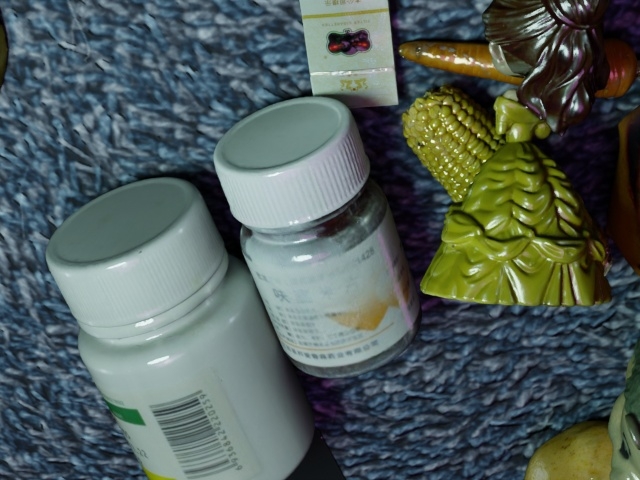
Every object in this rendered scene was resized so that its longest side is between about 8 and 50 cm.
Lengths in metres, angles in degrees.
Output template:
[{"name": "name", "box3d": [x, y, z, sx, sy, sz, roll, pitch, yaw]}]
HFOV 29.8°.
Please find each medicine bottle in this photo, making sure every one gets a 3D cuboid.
[{"name": "medicine bottle", "box3d": [0.000, 0.000, 1.273, 0.165, 0.165, 0.273, -13, 124, 12]}, {"name": "medicine bottle", "box3d": [-0.155, 0.115, 1.336, 0.208, 0.208, 0.340, -15, 120, 13]}]

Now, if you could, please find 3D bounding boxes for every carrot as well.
[{"name": "carrot", "box3d": [0.205, -0.181, 1.216, 0.256, 0.061, 0.061, 5, 123, 3]}]

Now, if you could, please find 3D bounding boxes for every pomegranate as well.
[{"name": "pomegranate", "box3d": [0.333, 0.318, 1.454, 0.196, 0.196, 0.196, 2, 122, 3]}]

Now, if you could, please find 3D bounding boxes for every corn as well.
[{"name": "corn", "box3d": [0.194, -0.051, 1.276, 0.293, 0.106, 0.106, 43, 116, -17]}]

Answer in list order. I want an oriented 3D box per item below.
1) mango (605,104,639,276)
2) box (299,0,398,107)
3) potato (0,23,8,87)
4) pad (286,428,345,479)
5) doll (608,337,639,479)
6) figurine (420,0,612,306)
[{"name": "mango", "box3d": [0.395, -0.068, 1.221, 0.201, 0.153, 0.287, 13, 120, 8]}, {"name": "box", "box3d": [0.028, -0.213, 1.224, 0.090, 0.024, 0.167, -3, 123, 8]}, {"name": "potato", "box3d": [-0.423, -0.169, 1.210, 0.178, 0.158, 0.203, 29, 124, -13]}, {"name": "pad", "box3d": [-0.031, 0.357, 1.603, 0.163, 0.004, 0.243, -17, 119, 14]}, {"name": "doll", "box3d": [0.423, 0.180, 1.267, 0.247, 0.349, 0.247, 3, 97, 24]}, {"name": "figurine", "box3d": [0.201, -0.103, 1.149, 0.187, 0.168, 0.315, 4, 96, 1]}]
